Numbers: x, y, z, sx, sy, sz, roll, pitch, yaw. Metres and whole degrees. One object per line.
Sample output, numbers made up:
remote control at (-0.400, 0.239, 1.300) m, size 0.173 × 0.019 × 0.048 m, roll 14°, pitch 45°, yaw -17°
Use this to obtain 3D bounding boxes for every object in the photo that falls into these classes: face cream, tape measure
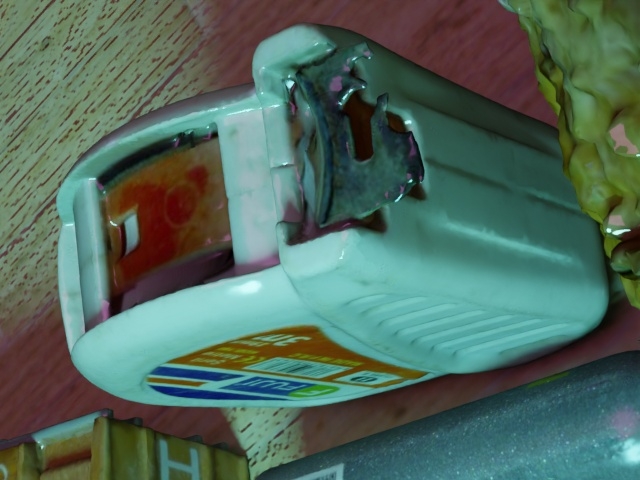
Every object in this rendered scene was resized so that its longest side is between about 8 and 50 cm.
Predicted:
face cream at (0.089, 0.115, 0.769) m, size 0.283 × 0.073 × 0.073 m, roll -23°, pitch 68°, yaw 32°
tape measure at (0.000, 0.000, 0.742) m, size 0.265 × 0.258 × 0.130 m, roll -18°, pitch 73°, yaw 33°

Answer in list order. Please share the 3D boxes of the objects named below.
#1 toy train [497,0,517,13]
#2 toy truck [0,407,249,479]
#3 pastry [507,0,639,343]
toy train at (0.127, -0.195, 0.799) m, size 0.131 × 0.083 × 0.204 m, roll -42°, pitch 60°, yaw 21°
toy truck at (-0.220, 0.234, 0.923) m, size 0.387 × 0.173 × 0.207 m, roll -19°, pitch 63°, yaw 30°
pastry at (0.259, -0.077, 0.550) m, size 0.405 × 0.292 × 0.337 m, roll 0°, pitch 91°, yaw 27°
